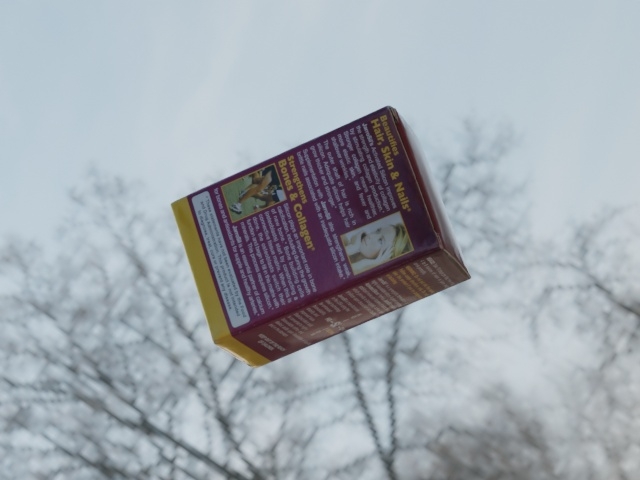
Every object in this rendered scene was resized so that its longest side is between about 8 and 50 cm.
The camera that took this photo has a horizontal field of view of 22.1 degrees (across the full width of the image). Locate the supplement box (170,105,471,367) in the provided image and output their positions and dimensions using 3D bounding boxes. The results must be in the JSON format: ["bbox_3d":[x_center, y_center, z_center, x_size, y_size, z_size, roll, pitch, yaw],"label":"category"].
[{"bbox_3d":[0.000,0.000,0.548,0.083,0.055,0.043,-22,-22,11],"label":"supplement box"}]
